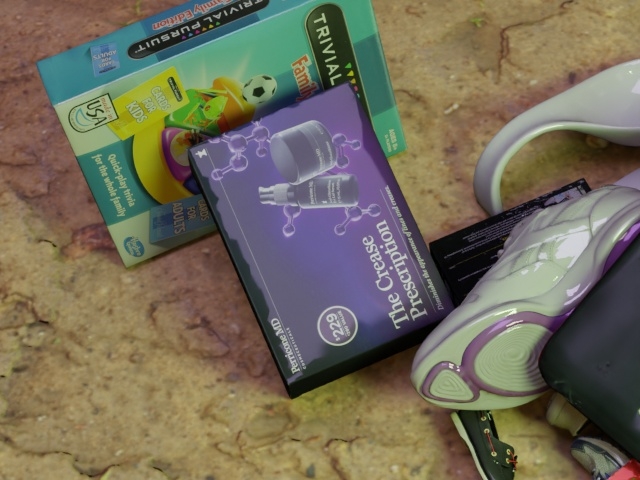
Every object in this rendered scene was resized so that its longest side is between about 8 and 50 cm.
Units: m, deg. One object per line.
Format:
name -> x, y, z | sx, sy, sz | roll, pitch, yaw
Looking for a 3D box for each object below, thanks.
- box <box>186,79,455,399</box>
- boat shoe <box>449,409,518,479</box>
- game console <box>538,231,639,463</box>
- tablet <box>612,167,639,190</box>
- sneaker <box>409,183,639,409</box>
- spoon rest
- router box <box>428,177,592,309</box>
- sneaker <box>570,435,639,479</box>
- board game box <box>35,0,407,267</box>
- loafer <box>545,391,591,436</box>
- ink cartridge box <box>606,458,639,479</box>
box -> 0.000, 0.000, 1.798 | 0.184, 0.103, 0.261 | -24, 78, -2
boat shoe -> 0.165, 0.207, 1.701 | 0.042, 0.049, 0.133 | -26, 49, 3
game console -> 0.438, 0.105, 1.583 | 0.386, 0.060, 0.342 | 41, 88, 19
tablet -> 0.342, -0.040, 1.868 | 0.054, 0.006, 0.083 | -31, 55, -11
sneaker -> 0.209, 0.053, 1.730 | 0.305, 0.114, 0.152 | -34, 30, -8
spoon rest -> 0.284, -0.121, 1.883 | 0.276, 0.084, 0.137 | -29, 37, -7
router box -> 0.217, 0.027, 1.821 | 0.179, 0.046, 0.133 | -22, 54, -4
sneaker -> 0.275, 0.233, 1.658 | 0.058, 0.052, 0.135 | -42, 56, -13
board game box -> -0.094, -0.138, 1.875 | 0.336, 0.254, 0.079 | -23, 48, -4
loafer -> 0.337, 0.115, 1.698 | 0.268, 0.102, 0.092 | -31, 73, -4
ink cartridge box -> 0.284, 0.296, 1.585 | 0.145, 0.045, 0.179 | -39, 68, -5
